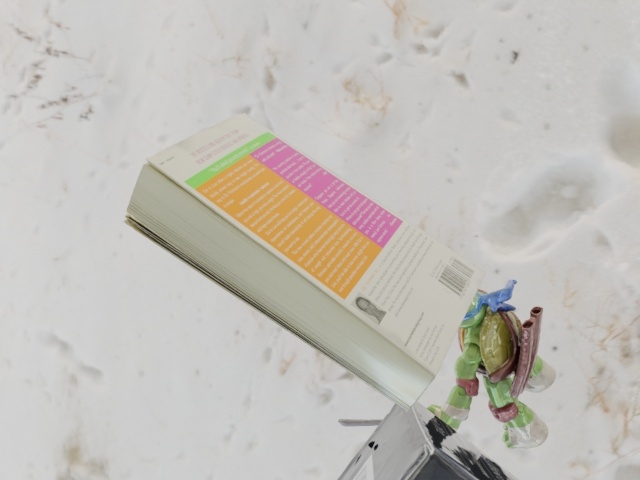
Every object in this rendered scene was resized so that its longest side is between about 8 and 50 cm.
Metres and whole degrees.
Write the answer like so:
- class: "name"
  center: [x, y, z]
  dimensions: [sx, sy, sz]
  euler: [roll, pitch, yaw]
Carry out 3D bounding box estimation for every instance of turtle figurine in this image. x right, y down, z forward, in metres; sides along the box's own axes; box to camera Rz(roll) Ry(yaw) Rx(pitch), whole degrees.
- class: "turtle figurine"
  center: [0.186, 0.163, 1.080]
  dimensions: [0.275, 0.266, 0.198]
  euler: [-37, 33, 13]

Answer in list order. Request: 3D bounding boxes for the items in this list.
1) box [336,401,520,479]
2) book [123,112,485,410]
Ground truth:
- class: "box"
  center: [0.177, 0.354, 0.705]
  dimensions: [0.395, 0.293, 0.212]
  euler: [38, 89, 3]
- class: "book"
  center: [0.000, 0.000, 0.362]
  dimensions: [0.144, 0.096, 0.035]
  euler: [34, 124, 6]
